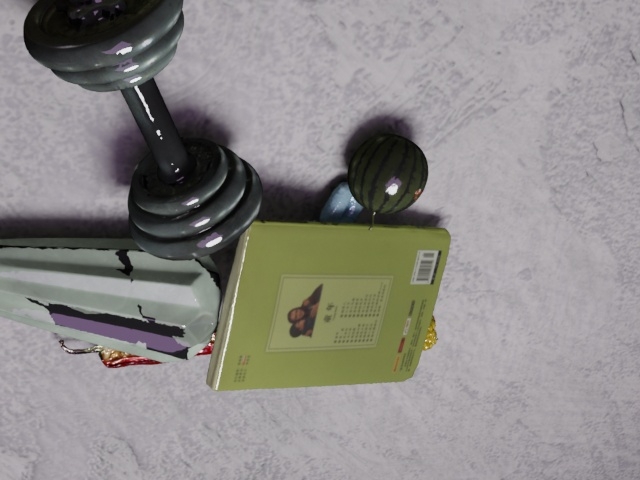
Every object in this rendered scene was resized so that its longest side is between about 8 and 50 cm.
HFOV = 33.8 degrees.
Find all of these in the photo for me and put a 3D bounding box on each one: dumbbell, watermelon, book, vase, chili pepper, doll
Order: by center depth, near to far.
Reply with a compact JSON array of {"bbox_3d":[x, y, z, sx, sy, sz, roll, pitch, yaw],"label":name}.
[{"bbox_3d":[-0.192,-0.141,1.203,0.179,0.179,0.406,-22,131,-2],"label":"dumbbell"},{"bbox_3d":[-0.313,0.060,1.345,0.360,0.165,0.165,10,123,-22],"label":"vase"},{"bbox_3d":[0.085,-0.076,1.399,0.105,0.105,0.133,15,104,-29],"label":"watermelon"},{"bbox_3d":[0.021,0.088,1.445,0.352,0.035,0.239,3,109,-36],"label":"book"},{"bbox_3d":[-0.003,-0.001,1.463,0.120,0.075,0.179,16,96,-45],"label":"doll"},{"bbox_3d":[-0.239,0.150,1.511,0.268,0.059,0.050,-3,166,-22],"label":"chili pepper"}]

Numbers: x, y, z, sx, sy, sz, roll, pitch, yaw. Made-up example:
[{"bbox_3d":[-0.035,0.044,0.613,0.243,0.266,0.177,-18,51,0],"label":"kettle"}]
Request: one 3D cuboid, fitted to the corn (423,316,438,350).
[{"bbox_3d":[0.050,0.149,1.584,0.260,0.091,0.091,-5,163,-17],"label":"corn"}]
